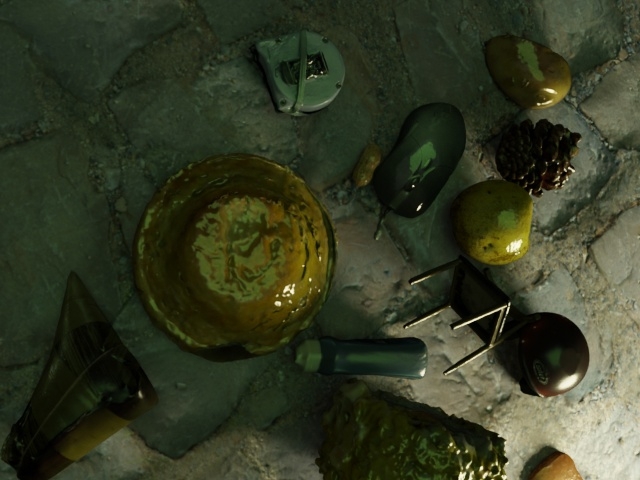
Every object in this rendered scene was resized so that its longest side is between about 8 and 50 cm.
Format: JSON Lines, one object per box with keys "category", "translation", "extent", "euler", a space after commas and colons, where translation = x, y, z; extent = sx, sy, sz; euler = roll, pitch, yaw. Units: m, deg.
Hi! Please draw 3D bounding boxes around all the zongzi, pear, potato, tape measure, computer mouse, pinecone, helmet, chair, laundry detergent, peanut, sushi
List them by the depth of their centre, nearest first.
{"category": "zongzi", "translation": [-0.510, 0.260, 1.238], "extent": [0.289, 0.154, 0.317], "euler": [-34, 77, -12]}
{"category": "sushi", "translation": [0.164, 0.434, 1.283], "extent": [0.351, 0.396, 0.240], "euler": [21, 84, -10]}
{"category": "laundry detergent", "translation": [0.079, 0.246, 1.394], "extent": [0.289, 0.143, 0.094], "euler": [6, 90, -16]}
{"category": "tape measure", "translation": [-0.039, -0.370, 1.419], "extent": [0.181, 0.107, 0.182], "euler": [-25, 91, -10]}
{"category": "chair", "translation": [0.345, 0.142, 1.449], "extent": [0.272, 0.188, 0.166], "euler": [-20, 134, -22]}
{"category": "peanut", "translation": [0.106, -0.171, 1.476], "extent": [0.054, 0.054, 0.113], "euler": [29, 75, -13]}
{"category": "pear", "translation": [0.390, -0.044, 1.487], "extent": [0.197, 0.197, 0.197], "euler": [1, 86, -17]}
{"category": "computer mouse", "translation": [0.227, -0.162, 1.496], "extent": [0.167, 0.090, 0.379], "euler": [32, 80, -11]}
{"category": "helmet", "translation": [0.527, 0.266, 1.517], "extent": [0.216, 0.193, 0.189], "euler": [-28, 98, -59]}
{"category": "pinecone", "translation": [0.524, -0.195, 1.544], "extent": [0.204, 0.179, 0.184], "euler": [8, 100, -27]}
{"category": "potato", "translation": [0.515, -0.406, 1.593], "extent": [0.243, 0.098, 0.138], "euler": [17, 84, -14]}

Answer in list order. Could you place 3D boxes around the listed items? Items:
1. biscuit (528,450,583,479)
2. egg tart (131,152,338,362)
{"category": "biscuit", "translation": [0.570, 0.636, 1.575], "extent": [0.186, 0.036, 0.192], "euler": [-28, 94, -15]}
{"category": "egg tart", "translation": [-0.160, 0.031, 1.317], "extent": [0.443, 0.178, 0.443], "euler": [1, 88, -15]}
